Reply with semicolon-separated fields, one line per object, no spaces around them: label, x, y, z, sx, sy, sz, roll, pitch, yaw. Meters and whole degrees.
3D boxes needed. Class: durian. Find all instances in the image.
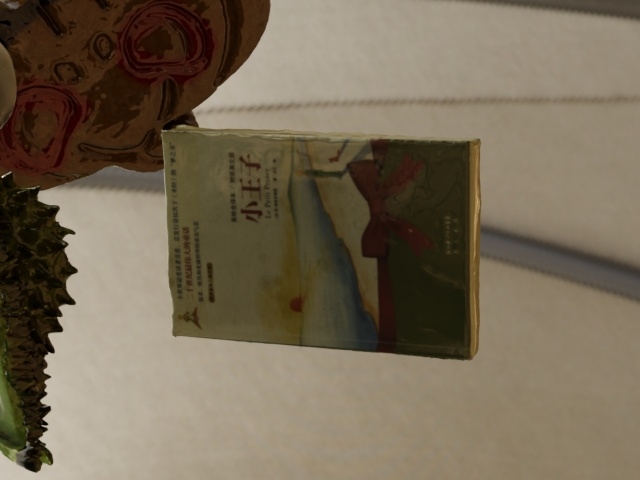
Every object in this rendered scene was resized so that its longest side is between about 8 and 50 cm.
durian;-0.288;0.018;1.398;0.132;0.375;0.106;-8;14;26

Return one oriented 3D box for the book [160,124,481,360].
book;0.000;0.000;1.437;0.026;0.289;0.201;-37;-53;-68

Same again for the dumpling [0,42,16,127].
dumpling;-0.250;-0.087;1.031;0.176;0.150;0.092;-50;-27;-2

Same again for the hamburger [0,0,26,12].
hamburger;-0.278;-0.258;1.223;0.177;0.185;0.113;27;-92;-24

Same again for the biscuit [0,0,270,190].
biscuit;-0.215;-0.182;1.520;0.367;0.063;0.314;-34;-55;-2
